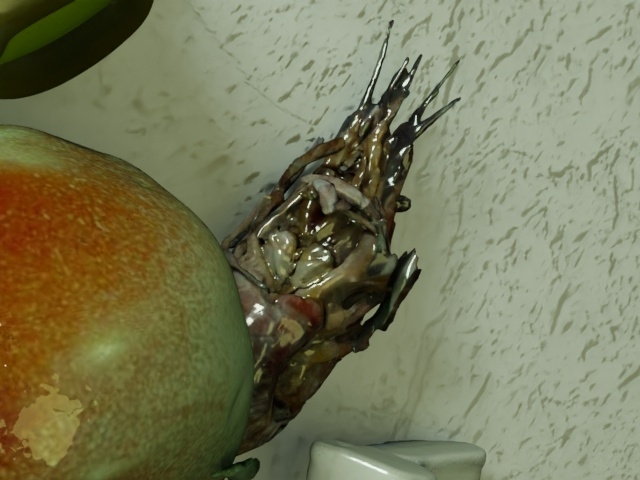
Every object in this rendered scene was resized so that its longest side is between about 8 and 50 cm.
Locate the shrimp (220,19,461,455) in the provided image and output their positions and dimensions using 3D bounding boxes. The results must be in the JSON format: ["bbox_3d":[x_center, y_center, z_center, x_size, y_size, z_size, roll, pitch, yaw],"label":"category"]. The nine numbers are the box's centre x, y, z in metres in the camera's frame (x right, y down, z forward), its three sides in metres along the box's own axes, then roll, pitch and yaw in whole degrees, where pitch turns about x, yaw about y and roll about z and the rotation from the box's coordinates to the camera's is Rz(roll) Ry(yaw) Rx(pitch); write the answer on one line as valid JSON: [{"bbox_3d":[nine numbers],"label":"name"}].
[{"bbox_3d":[-0.002,0.000,0.925,0.343,0.116,0.145,-61,144,-5],"label":"shrimp"}]

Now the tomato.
[{"bbox_3d":[-0.167,0.080,0.753,0.239,0.303,0.304,-14,109,-20],"label":"tomato"}]

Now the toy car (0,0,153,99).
[{"bbox_3d":[-0.188,-0.200,0.724,0.204,0.198,0.248,-33,115,-17],"label":"toy car"}]

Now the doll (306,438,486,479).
[{"bbox_3d":[0.011,0.334,0.999,0.348,0.161,0.423,-20,120,-41],"label":"doll"}]
